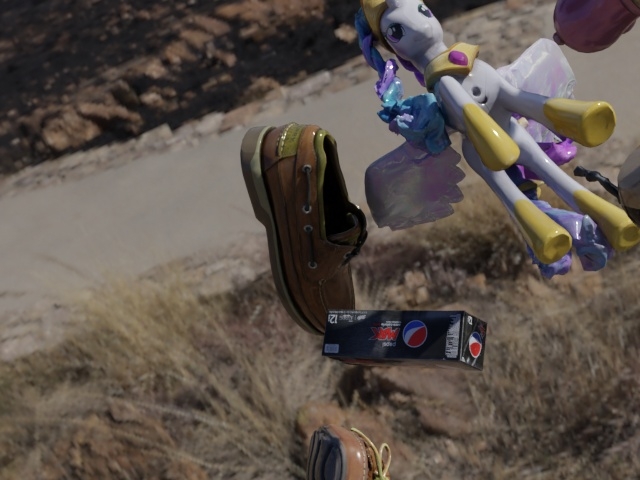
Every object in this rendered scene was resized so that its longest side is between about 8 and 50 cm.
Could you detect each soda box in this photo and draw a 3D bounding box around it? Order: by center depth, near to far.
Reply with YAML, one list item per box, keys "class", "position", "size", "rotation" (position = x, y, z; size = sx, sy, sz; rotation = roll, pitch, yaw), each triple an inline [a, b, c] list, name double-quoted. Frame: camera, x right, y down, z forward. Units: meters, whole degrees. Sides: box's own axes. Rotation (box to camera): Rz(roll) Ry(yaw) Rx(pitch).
- class: "soda box"
  position: [0.088, 0.105, 1.088]
  size: [0.169, 0.060, 0.053]
  rotation: [-1, 73, 34]

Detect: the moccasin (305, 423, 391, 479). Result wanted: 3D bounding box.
- class: "moccasin"
  position: [0.051, 0.367, 1.567]
  size: [0.147, 0.380, 0.139]
  rotation: [6, 66, 2]

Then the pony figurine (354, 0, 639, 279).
- class: "pony figurine"
  position: [0.187, -0.118, 1.122]
  size: [0.303, 0.351, 0.363]
  rotation: [-37, 48, -1]

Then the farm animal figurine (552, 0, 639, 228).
- class: "farm animal figurine"
  position: [0.231, -0.110, 0.468]
  size: [0.327, 0.330, 0.172]
  rotation: [5, 52, 34]

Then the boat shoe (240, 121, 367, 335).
- class: "boat shoe"
  position: [0.000, 0.000, 1.228]
  size: [0.104, 0.307, 0.111]
  rotation: [-2, 41, 24]
